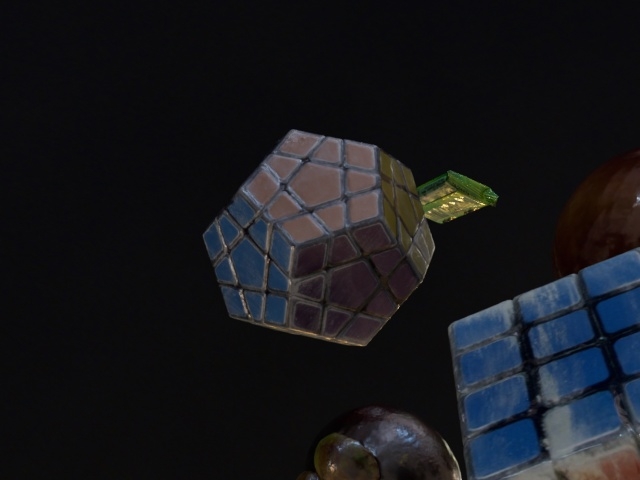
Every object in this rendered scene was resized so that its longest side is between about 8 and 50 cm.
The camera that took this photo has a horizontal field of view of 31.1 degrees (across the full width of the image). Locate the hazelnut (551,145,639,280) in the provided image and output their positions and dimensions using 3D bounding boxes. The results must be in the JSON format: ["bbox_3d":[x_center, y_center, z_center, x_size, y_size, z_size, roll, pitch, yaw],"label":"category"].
[{"bbox_3d":[0.640,0.020,2.039,0.402,0.429,0.402,-49,-12,-14],"label":"hazelnut"}]

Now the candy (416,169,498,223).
[{"bbox_3d":[0.193,-0.066,1.817,0.102,0.178,0.032,25,-112,-20],"label":"candy"}]

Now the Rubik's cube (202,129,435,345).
[{"bbox_3d":[0.000,0.000,1.577,0.264,0.319,0.318,-18,-64,-41],"label":"Rubik's cube"}]

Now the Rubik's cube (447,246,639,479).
[{"bbox_3d":[0.270,0.178,0.928,0.256,0.259,0.253,-24,-67,11],"label":"Rubik's cube"}]

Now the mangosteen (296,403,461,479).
[{"bbox_3d":[0.068,0.296,1.371,0.210,0.210,0.209,-15,-66,-36],"label":"mangosteen"}]
